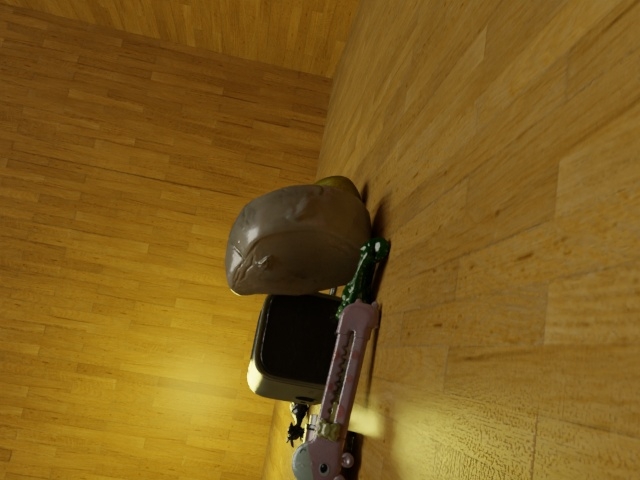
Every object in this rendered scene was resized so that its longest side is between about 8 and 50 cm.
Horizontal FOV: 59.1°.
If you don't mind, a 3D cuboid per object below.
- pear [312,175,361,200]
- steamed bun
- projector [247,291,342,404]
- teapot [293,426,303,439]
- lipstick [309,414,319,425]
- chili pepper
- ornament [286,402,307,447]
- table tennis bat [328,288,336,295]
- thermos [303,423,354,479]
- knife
[{"bbox_3d":[0.037,-0.101,1.725,0.198,0.198,0.199,-169,90,-84],"label":"pear"},{"bbox_3d":[-0.062,-0.018,1.417,0.247,0.382,0.236,-90,-8,-51],"label":"steamed bun"},{"bbox_3d":[-0.055,0.288,1.512,0.249,0.248,0.249,113,167,-63],"label":"projector"},{"bbox_3d":[-0.086,0.705,2.068,0.111,0.042,0.043,121,160,-61],"label":"teapot"},{"bbox_3d":[-0.010,0.572,1.411,0.070,0.070,0.255,114,166,-65],"label":"lipstick"},{"bbox_3d":[0.092,0.106,1.300,0.100,0.074,0.257,-92,15,-67],"label":"chili pepper"},{"bbox_3d":[-0.070,0.593,1.941,0.236,0.079,0.202,-88,7,-70],"label":"ornament"},{"bbox_3d":[0.060,0.087,1.908,0.138,0.022,0.247,-121,44,-81],"label":"table tennis bat"},{"bbox_3d":[0.008,0.565,1.180,0.109,0.136,0.331,47,-131,-62],"label":"thermos"},{"bbox_3d":[0.038,0.313,1.179,0.038,0.132,0.399,46,-123,-62],"label":"knife"}]
